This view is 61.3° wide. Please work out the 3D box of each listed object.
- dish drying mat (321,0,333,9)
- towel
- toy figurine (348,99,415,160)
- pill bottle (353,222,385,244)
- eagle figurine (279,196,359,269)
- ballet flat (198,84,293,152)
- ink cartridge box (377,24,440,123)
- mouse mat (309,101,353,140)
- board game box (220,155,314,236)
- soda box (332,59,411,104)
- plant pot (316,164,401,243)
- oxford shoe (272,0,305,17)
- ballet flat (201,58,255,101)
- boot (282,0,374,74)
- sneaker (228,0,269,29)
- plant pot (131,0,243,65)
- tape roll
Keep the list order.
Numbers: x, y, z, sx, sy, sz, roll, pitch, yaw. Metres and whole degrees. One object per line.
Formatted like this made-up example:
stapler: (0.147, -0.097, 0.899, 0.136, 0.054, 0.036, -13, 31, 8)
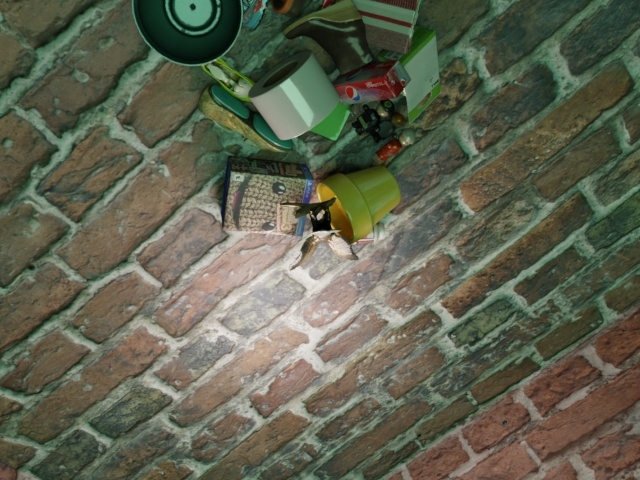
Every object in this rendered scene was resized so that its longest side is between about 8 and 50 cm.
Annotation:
dish drying mat: (0.027, -0.764, 1.694, 0.032, 0.008, 0.083, 8, 117, -17)
towel: (0.205, -0.757, 1.638, 0.037, 0.237, 0.328, -24, 134, -49)
toy figurine: (0.210, -0.403, 1.829, 0.148, 0.209, 0.213, -34, 121, 21)
pill bottle: (0.172, -0.030, 2.110, 0.152, 0.086, 0.086, -4, 120, -11)
eagle figurine: (0.005, -0.006, 1.875, 0.225, 0.226, 0.298, -38, 135, -41)
ballet flat: (-0.252, -0.382, 1.798, 0.349, 0.123, 0.123, 31, 108, -28)
ink cartridge box: (0.302, -0.548, 1.799, 0.189, 0.097, 0.255, -47, 146, -17)
mouse mat: (0.006, -0.442, 1.877, 0.190, 0.007, 0.152, 18, 113, -23)
board game box: (-0.194, -0.154, 1.916, 0.291, 0.141, 0.232, 4, 119, -16)
soda box: (0.155, -0.502, 1.725, 0.092, 0.263, 0.083, -52, 123, -20)
plant pot: (0.150, -0.150, 1.957, 0.239, 0.254, 0.253, -28, 123, -15)
oxford shoe: (-0.056, -0.809, 1.616, 0.098, 0.097, 0.271, 2, 120, -47)
ballet flat: (-0.286, -0.510, 1.724, 0.231, 0.077, 0.077, 33, 108, -28)
boot: (0.026, -0.617, 1.694, 0.249, 0.090, 0.206, -18, 111, 13)
sneaker: (-0.196, -0.764, 1.585, 0.125, 0.104, 0.261, 17, 114, -20)
plant pot: (-0.369, -0.663, 1.540, 0.293, 0.196, 0.292, -3, 116, -7)
tape roll: (-0.082, -0.458, 1.703, 0.246, 0.246, 0.169, -34, 119, 7)
